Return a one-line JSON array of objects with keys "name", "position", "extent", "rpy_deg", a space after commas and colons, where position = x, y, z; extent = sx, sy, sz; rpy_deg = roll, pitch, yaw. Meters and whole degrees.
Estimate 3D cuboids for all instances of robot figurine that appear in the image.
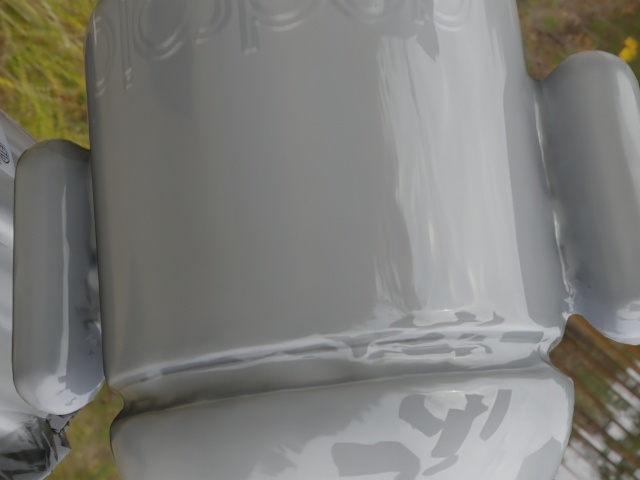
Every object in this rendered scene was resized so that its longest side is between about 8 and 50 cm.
[{"name": "robot figurine", "position": [0.000, 0.000, 0.516], "extent": [0.300, 0.353, 0.200], "rpy_deg": [-10, 168, 14]}]

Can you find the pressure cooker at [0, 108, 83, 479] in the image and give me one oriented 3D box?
[{"name": "pressure cooker", "position": [-0.384, 0.037, 1.058], "extent": [0.420, 0.375, 0.370], "rpy_deg": [49, 52, -64]}]
